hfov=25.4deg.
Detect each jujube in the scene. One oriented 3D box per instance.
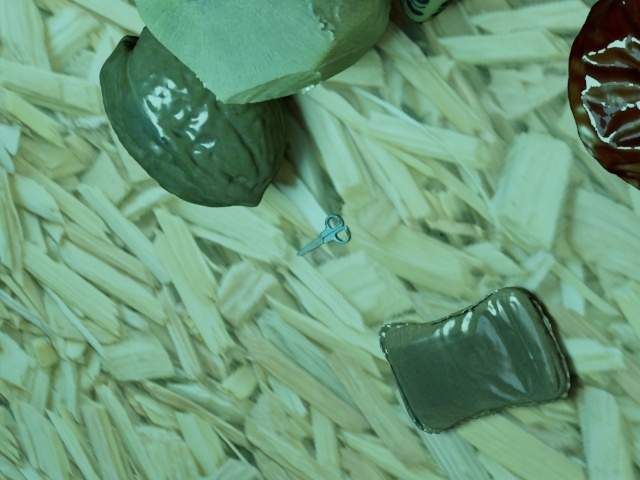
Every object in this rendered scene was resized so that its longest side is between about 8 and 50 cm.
[{"bbox_3d":[0.332,-0.143,1.171,0.232,0.213,0.213,-12,102,43],"label":"jujube"}]

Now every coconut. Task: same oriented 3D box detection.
[{"bbox_3d":[-0.055,-0.253,1.353,0.245,0.247,0.245,8,111,23],"label":"coconut"}]

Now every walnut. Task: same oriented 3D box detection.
[{"bbox_3d":[-0.129,-0.134,1.526,0.178,0.178,0.230,-28,97,40],"label":"walnut"}]

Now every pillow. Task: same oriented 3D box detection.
[{"bbox_3d":[0.161,0.130,1.510,0.211,0.034,0.135,-20,93,38],"label":"pillow"}]

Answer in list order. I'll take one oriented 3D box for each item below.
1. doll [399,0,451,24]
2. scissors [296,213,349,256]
[{"bbox_3d":[0.117,-0.281,1.338,0.089,0.102,0.179,-107,27,-48],"label":"doll"},{"bbox_3d":[0.000,0.000,1.586,0.083,0.006,0.036,-34,89,40],"label":"scissors"}]
